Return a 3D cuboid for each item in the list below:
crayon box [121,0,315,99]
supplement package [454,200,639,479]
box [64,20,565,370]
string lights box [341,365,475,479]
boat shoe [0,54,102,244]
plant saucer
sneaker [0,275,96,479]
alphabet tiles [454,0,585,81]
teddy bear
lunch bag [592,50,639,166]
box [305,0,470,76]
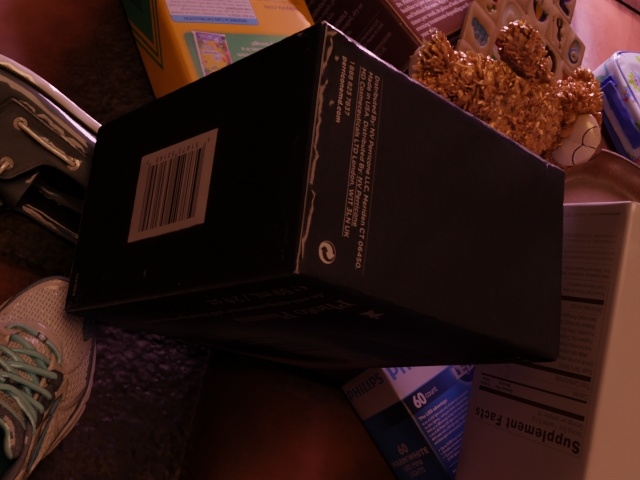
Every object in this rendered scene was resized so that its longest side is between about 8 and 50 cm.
[{"bbox_3d":[-0.109,-0.242,0.977,0.203,0.083,0.323,-8,66,-36],"label":"crayon box"},{"bbox_3d":[0.257,0.126,0.744,0.177,0.175,0.293,12,86,-24],"label":"supplement package"},{"bbox_3d":[0.000,0.000,0.696,0.294,0.296,0.183,20,69,-40],"label":"box"},{"bbox_3d":[0.152,0.223,0.863,0.133,0.077,0.260,-24,77,-40],"label":"string lights box"},{"bbox_3d":[-0.267,-0.073,0.751,0.319,0.116,0.099,30,49,-22],"label":"boat shoe"},{"bbox_3d":[0.440,0.005,1.194,0.310,0.050,0.310,17,52,-24],"label":"plant saucer"},{"bbox_3d":[-0.239,0.136,0.635,0.110,0.122,0.283,30,50,-14],"label":"sneaker"},{"bbox_3d":[0.282,-0.250,1.158,0.285,0.011,0.342,32,69,-42],"label":"alphabet tiles"},{"bbox_3d":[0.229,-0.143,1.017,0.338,0.113,0.245,24,85,-34],"label":"teddy bear"},{"bbox_3d":[0.539,-0.204,1.365,0.176,0.090,0.219,-5,66,-36],"label":"lunch bag"},{"bbox_3d":[0.034,-0.386,1.123,0.191,0.143,0.381,-34,85,-41],"label":"box"}]
